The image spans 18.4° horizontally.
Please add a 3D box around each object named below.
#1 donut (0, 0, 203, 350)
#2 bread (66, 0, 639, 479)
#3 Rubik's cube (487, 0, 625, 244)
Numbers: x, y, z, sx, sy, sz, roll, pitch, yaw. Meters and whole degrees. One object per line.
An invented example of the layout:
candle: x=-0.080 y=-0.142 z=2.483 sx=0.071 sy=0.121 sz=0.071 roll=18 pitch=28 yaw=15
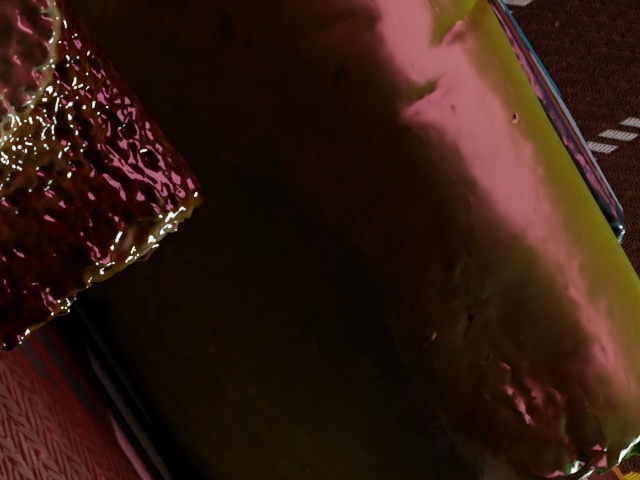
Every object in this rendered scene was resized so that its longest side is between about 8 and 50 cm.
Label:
donut: x=-0.136 y=-0.045 z=0.738 sx=0.186 sy=0.126 sz=0.144 roll=57 pitch=2 yaw=-15
bread: x=0.000 y=0.000 z=0.973 sx=0.376 sy=0.251 sz=0.208 roll=60 pitch=25 yaw=-11
Rubik's cube: x=0.020 y=-0.070 z=1.253 sx=0.250 sy=0.248 sz=0.246 roll=55 pitch=9 yaw=-20
